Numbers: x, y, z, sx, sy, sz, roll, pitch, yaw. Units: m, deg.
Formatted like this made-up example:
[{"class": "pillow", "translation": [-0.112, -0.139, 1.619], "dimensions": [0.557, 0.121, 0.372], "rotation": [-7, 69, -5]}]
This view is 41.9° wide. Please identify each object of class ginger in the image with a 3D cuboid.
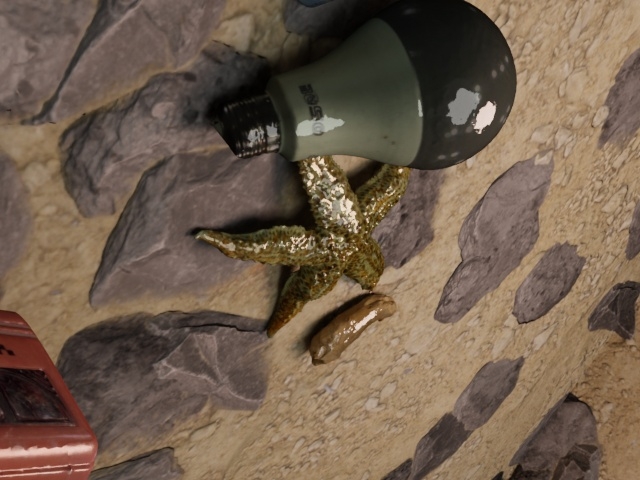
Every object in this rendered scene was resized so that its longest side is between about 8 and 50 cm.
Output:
[{"class": "ginger", "translation": [0.052, 0.125, 1.235], "dimensions": [0.173, 0.051, 0.069], "rotation": [-27, 145, -27]}]

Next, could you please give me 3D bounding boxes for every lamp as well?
[{"class": "lamp", "translation": [0.061, -0.132, 0.863], "dimensions": [0.314, 0.182, 0.182], "rotation": [-33, 144, -19]}]

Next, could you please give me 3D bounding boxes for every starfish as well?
[{"class": "starfish", "translation": [0.000, 0.002, 1.034], "dimensions": [0.358, 0.078, 0.347], "rotation": [-17, 138, -40]}]

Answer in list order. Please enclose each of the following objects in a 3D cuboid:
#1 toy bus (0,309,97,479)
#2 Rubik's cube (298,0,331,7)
[{"class": "toy bus", "translation": [-0.383, 0.148, 0.576], "dimensions": [0.203, 0.233, 0.427], "rotation": [-55, 149, 10]}, {"class": "Rubik's cube", "translation": [0.005, -0.309, 0.654], "dimensions": [0.228, 0.229, 0.233], "rotation": [-21, -159, 24]}]
